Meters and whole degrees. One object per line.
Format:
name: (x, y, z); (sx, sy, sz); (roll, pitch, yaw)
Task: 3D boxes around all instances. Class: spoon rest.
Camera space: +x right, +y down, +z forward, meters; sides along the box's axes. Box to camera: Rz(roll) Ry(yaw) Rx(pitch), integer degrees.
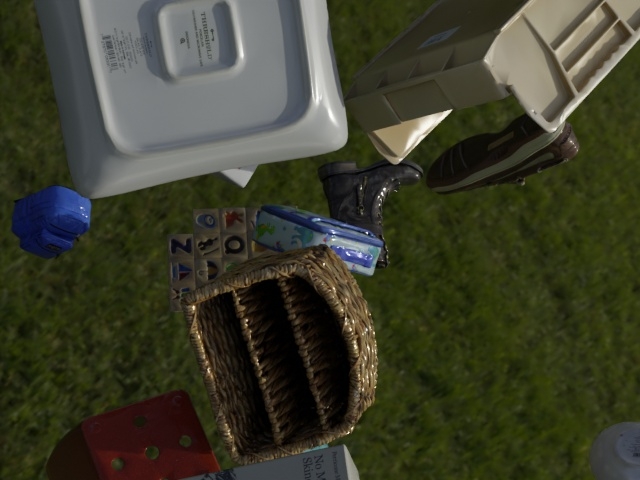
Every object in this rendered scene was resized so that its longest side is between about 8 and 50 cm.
spoon rest: (0.552, 0.344, 1.639); (0.084, 0.276, 0.137); (71, 29, -43)

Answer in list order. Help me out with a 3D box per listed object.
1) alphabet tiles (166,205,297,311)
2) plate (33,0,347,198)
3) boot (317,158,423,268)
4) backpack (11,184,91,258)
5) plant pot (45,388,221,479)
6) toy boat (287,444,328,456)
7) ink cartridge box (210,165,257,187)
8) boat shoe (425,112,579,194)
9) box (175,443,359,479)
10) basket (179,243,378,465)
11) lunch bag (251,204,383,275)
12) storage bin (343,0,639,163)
alphabet tiles: (-0.151, 0.063, 2.278); (0.343, 0.011, 0.285); (-2, 70, -11)
plate: (-0.118, -0.191, 1.005); (0.045, 0.278, 0.277); (-133, -147, -68)
boot: (0.111, -0.050, 2.250); (0.263, 0.091, 0.229); (-4, 73, -22)
backpack: (-0.432, -0.030, 1.756); (0.098, 0.120, 0.101); (20, 55, -46)
plant pot: (-0.285, 0.395, 1.765); (0.267, 0.235, 0.267); (-15, 62, -23)
toy boat: (-0.035, 0.411, 2.138); (0.148, 0.318, 0.267); (18, 8, 24)
ink cartridge box: (-0.189, -0.255, 1.637); (0.129, 0.223, 0.307); (26, -8, 47)
boat shoe: (0.277, -0.113, 1.639); (0.095, 0.257, 0.095); (40, 52, -25)
box: (-0.084, 0.357, 1.399); (0.094, 0.275, 0.113); (69, 9, -51)
basket: (-0.046, 0.177, 1.684); (0.223, 0.213, 0.299); (-30, 108, -59)
lunch bag: (0.000, 0.000, 1.981); (0.176, 0.090, 0.219); (22, 5, 41)
storage bin: (0.198, -0.212, 1.220); (0.260, 0.262, 0.123); (-45, 111, -27)
